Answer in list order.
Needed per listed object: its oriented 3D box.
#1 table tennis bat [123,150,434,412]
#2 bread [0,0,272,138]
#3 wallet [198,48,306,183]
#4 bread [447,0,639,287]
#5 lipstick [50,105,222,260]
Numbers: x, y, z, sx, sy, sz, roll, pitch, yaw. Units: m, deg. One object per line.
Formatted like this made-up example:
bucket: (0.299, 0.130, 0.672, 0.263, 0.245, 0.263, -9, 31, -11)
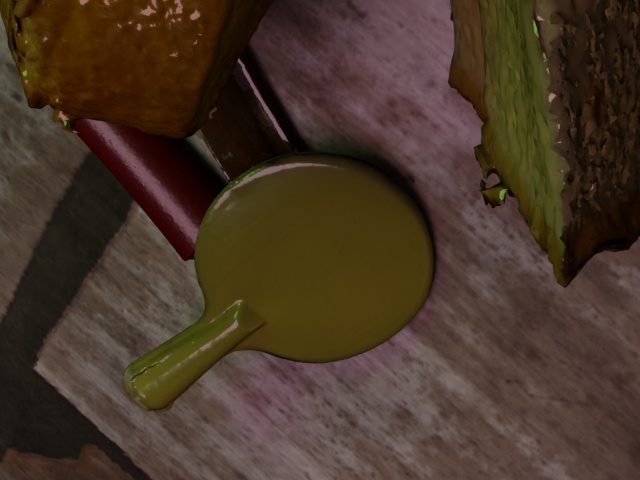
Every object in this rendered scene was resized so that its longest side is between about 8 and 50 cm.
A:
table tennis bat: (-0.053, 0.057, 1.388, 0.368, 0.054, 0.224, -39, 109, 24)
bread: (-0.116, -0.259, 1.131, 0.204, 0.358, 0.337, 24, 152, -6)
wallet: (-0.089, -0.139, 1.368, 0.095, 0.026, 0.176, -26, 101, 31)
bread: (0.142, -0.140, 1.065, 0.279, 0.315, 0.248, 16, 121, 35)
lipstick: (-0.181, -0.089, 1.416, 0.241, 0.080, 0.080, 50, 129, -1)
